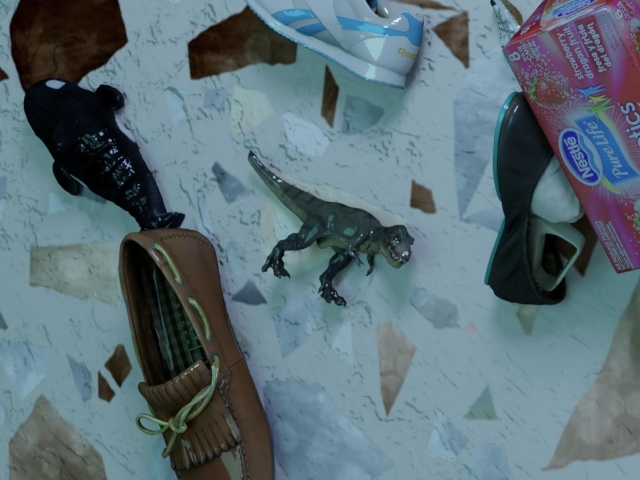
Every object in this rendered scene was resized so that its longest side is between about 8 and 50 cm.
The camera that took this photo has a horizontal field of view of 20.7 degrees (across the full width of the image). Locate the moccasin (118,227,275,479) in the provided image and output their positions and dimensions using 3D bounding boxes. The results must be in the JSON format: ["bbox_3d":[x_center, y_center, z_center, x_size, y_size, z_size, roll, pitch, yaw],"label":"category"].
[{"bbox_3d":[-0.151,0.168,2.039,0.139,0.147,0.380,-15,82,34],"label":"moccasin"}]

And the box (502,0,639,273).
[{"bbox_3d":[0.294,-0.116,1.654,0.122,0.128,0.257,-18,109,36],"label":"box"}]

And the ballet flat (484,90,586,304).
[{"bbox_3d":[0.223,-0.035,1.739,0.096,0.095,0.280,24,146,21],"label":"ballet flat"}]

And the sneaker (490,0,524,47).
[{"bbox_3d":[0.198,-0.221,1.845,0.037,0.032,0.083,-45,65,28],"label":"sneaker"}]

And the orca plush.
[{"bbox_3d":[-0.298,-0.097,2.169,0.151,0.102,0.287,-40,69,30],"label":"orca plush"}]

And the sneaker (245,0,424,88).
[{"bbox_3d":[0.016,-0.251,1.953,0.228,0.087,0.092,29,103,24],"label":"sneaker"}]

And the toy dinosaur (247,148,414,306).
[{"bbox_3d":[0.000,0.000,1.982,0.268,0.064,0.118,28,100,35],"label":"toy dinosaur"}]
